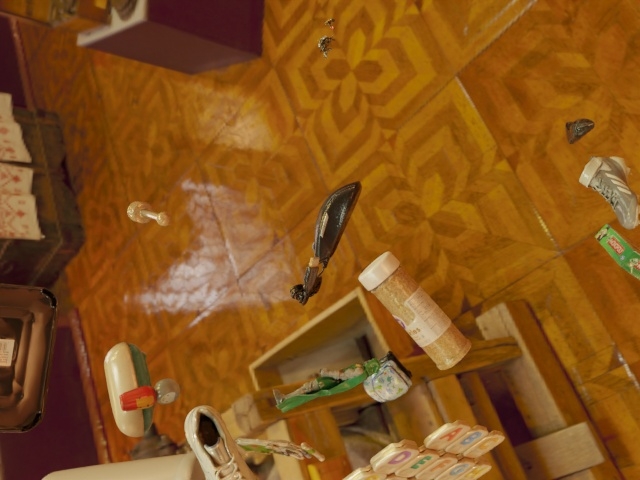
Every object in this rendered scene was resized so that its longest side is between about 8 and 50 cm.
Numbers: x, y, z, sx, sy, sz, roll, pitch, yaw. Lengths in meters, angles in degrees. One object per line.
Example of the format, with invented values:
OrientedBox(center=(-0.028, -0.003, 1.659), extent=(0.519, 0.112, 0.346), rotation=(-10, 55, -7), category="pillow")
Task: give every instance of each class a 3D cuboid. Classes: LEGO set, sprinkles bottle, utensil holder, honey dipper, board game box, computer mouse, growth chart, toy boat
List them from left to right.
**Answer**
OrientedBox(center=(-0.451, 0.688, 1.499), extent=(0.386, 0.327, 0.327), rotation=(-9, 79, 5), category="utensil holder")
OrientedBox(center=(-0.488, 0.409, 1.719), extent=(0.318, 0.148, 0.267), rotation=(-11, 89, 63), category="toy boat")
OrientedBox(center=(-0.222, -0.034, 0.828), extent=(0.161, 0.031, 0.030), rotation=(11, 96, 60), category="honey dipper")
OrientedBox(center=(-0.107, 0.496, 1.497), extent=(0.237, 0.172, 0.021), rotation=(-4, 59, 23), category="growth chart")
OrientedBox(center=(0.000, 0.000, 1.229), extent=(0.060, 0.184, 0.261), rotation=(24, 104, 7), category="computer mouse")
OrientedBox(center=(0.010, -0.428, 1.333), extent=(0.023, 0.054, 0.083), rotation=(26, 114, 24), category="LEGO set")
OrientedBox(center=(0.266, 0.197, 1.777), extent=(0.355, 0.121, 0.121), rotation=(48, 126, 0), category="sprinkles bottle")
OrientedBox(center=(0.765, 0.095, 1.374), extent=(0.317, 0.213, 0.046), rotation=(34, 110, -2), category="board game box")

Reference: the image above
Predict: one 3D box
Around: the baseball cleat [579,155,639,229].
OrientedBox(center=(0.607, -0.102, 1.332), extent=(0.205, 0.110, 0.072), rotation=(-78, -8, -46), category="baseball cleat")

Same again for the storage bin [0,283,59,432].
OrientedBox(center=(-0.410, 0.150, 0.806), extent=(0.084, 0.122, 0.180), rotation=(147, 127, -66), category="storage bin")

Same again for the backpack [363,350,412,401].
OrientedBox(center=(0.172, 0.371, 1.663), extent=(0.114, 0.084, 0.105), rotation=(-39, 100, 16), category="backpack")

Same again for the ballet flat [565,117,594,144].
OrientedBox(center=(0.629, -0.266, 1.540), extent=(0.049, 0.173, 0.057), rotation=(-11, 95, 13), category="ballet flat")

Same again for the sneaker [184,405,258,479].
OrientedBox(center=(-0.205, 0.481, 1.326), extent=(0.297, 0.111, 0.129), rotation=(54, 161, 16), category="sneaker")

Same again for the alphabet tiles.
OrientedBox(center=(0.164, 0.389, 1.041), extent=(0.278, 0.284, 0.021), rotation=(-43, 45, 20), category="alphabet tiles")

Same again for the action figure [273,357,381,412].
OrientedBox(center=(0.018, 0.300, 1.336), extent=(0.137, 0.232, 0.063), rotation=(89, 163, -79), category="action figure")
